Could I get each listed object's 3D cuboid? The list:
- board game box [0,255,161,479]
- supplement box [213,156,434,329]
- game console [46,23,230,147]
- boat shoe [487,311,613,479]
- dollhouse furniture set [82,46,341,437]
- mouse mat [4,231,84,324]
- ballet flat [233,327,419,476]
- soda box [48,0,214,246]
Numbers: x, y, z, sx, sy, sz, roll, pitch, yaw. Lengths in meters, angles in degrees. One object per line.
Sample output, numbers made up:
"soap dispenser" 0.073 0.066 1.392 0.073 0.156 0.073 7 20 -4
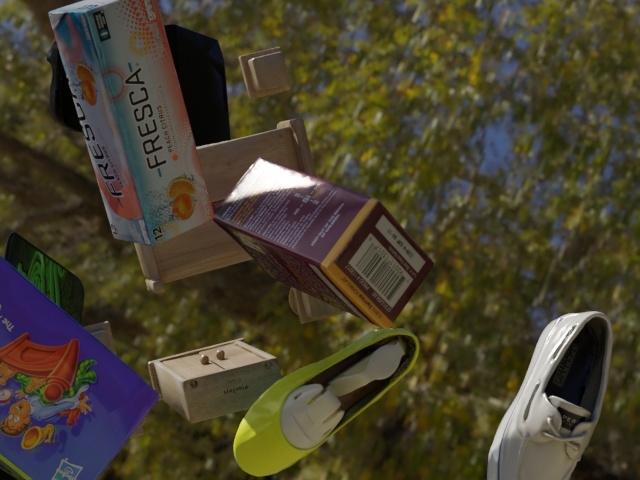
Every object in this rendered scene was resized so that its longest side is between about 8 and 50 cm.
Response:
"board game box" -0.260 0.031 0.806 0.233 0.078 0.347 44 -18 -21
"supplement box" 0.000 0.000 1.261 0.188 0.081 0.104 23 -19 49
"game console" -0.199 -0.150 1.556 0.044 0.213 0.361 -7 -4 24
"boat shoe" 0.269 0.202 1.529 0.096 0.267 0.088 29 -20 -7
"dollhouse furniture set" -0.160 0.004 1.445 0.303 0.355 0.174 -14 6 -17
"mouse mat" -0.278 0.103 1.327 0.007 0.189 0.152 -6 -23 18
"ballet flat" 0.012 0.153 1.352 0.077 0.231 0.077 60 -32 -4
"soda box" -0.139 -0.090 1.007 0.058 0.063 0.183 9 -61 50
